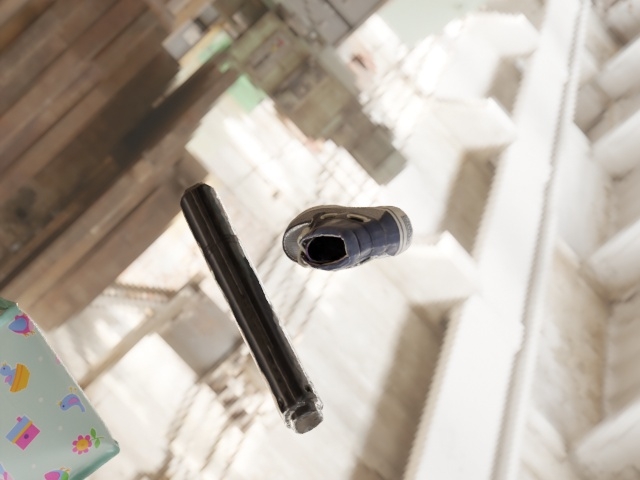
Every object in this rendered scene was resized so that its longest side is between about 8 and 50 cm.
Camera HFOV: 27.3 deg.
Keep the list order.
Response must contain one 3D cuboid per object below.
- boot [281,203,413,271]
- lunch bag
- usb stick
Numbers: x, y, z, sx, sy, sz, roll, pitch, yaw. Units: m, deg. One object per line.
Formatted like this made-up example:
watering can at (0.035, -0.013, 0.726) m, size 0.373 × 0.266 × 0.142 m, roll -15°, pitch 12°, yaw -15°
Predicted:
boot at (0.000, 0.000, 1.320) m, size 0.086 × 0.069 × 0.190 m, roll -15°, pitch -178°, yaw -38°
lunch bag at (-0.381, 0.209, 1.376) m, size 0.262 × 0.223 × 0.160 m, roll -39°, pitch -152°, yaw -21°
usb stick at (-0.071, 0.063, 1.325) m, size 0.045 × 0.278 × 0.077 m, roll -25°, pitch 156°, yaw -7°
